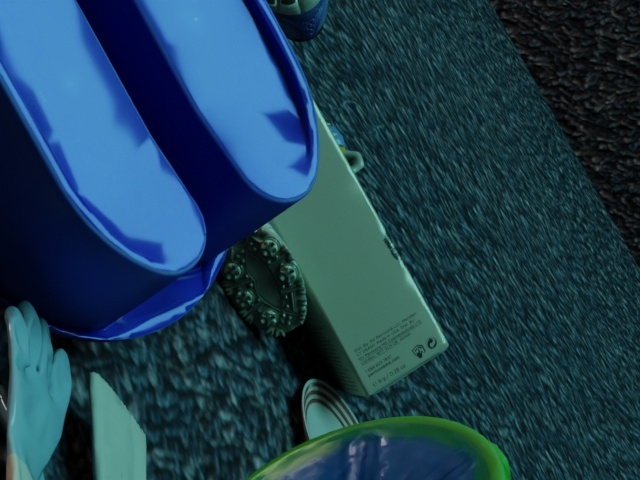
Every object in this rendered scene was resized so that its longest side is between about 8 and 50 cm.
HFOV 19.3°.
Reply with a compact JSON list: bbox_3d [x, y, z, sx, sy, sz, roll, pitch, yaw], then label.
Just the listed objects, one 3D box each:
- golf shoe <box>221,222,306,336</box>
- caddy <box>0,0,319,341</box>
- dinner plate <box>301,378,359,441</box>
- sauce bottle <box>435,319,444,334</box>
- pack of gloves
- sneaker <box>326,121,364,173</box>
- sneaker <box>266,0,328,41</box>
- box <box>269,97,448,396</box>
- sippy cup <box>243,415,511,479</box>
[{"bbox_3d":[-0.063,-0.003,1.620,0.176,0.069,0.086,61,11,-11],"label":"golf shoe"},{"bbox_3d":[-0.162,-0.101,1.243,0.241,0.179,0.341,-33,97,-41],"label":"caddy"},{"bbox_3d":[0.016,0.188,1.642,0.141,0.017,0.141,53,19,-27],"label":"dinner plate"},{"bbox_3d":[0.086,0.073,1.977,0.128,0.042,0.042,49,21,-43],"label":"sauce bottle"},{"bbox_3d":[-0.161,0.165,1.146,0.195,0.046,0.232,62,15,-46],"label":"pack of gloves"},{"bbox_3d":[-0.025,-0.093,1.828,0.185,0.084,0.070,28,38,-63],"label":"sneaker"},{"bbox_3d":[-0.081,-0.344,2.023,0.147,0.129,0.330,76,-8,-62],"label":"sneaker"},{"bbox_3d":[0.000,0.000,1.687,0.275,0.094,0.113,62,-14,-8],"label":"box"},{"bbox_3d":[0.053,0.279,1.301,0.305,0.240,0.224,-38,118,-30],"label":"sippy cup"}]
